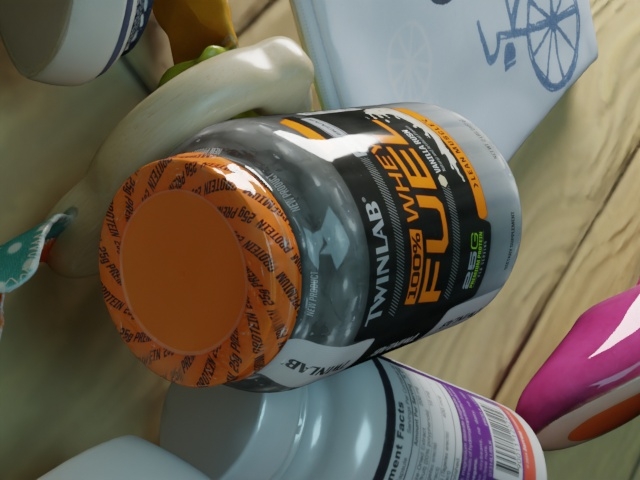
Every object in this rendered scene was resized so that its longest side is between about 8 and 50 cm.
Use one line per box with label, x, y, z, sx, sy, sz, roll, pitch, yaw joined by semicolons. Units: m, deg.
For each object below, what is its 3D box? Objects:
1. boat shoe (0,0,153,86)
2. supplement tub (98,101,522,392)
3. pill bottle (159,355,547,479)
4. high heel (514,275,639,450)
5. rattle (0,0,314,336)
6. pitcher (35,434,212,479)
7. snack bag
boat shoe;-0.073;-0.232;0.639;0.158;0.127;0.341;7;74;-35
supplement tub;0.000;0.000;0.570;0.190;0.117;0.117;-15;90;-54
pill bottle;0.018;0.111;0.657;0.193;0.108;0.108;25;63;-36
high heel;0.225;0.008;0.912;0.377;0.127;0.181;-24;68;-40
rattle;-0.110;-0.055;0.610;0.199;0.130;0.143;-33;89;-14
pitcher;-0.051;0.190;0.554;0.207;0.125;0.178;55;10;11
snack bag;0.072;-0.172;0.761;0.342;0.037;0.323;-48;132;-42
